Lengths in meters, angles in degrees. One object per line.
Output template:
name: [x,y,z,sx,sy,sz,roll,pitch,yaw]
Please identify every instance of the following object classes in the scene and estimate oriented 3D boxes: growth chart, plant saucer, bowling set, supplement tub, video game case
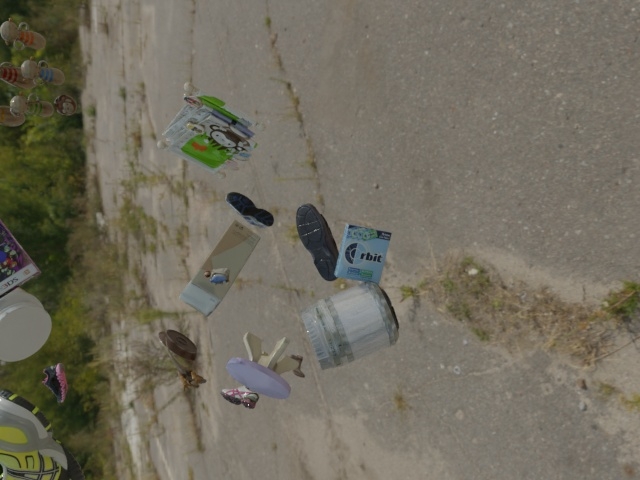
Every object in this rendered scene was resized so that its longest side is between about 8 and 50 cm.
growth chart: [-0.198,-0.188,0.882,0.237,0.172,0.021,-28,47,54]
plant saucer: [-0.512,0.375,1.756,0.029,0.168,0.168,-54,35,0]
bowling set: [-0.752,-0.405,1.249,0.154,0.199,0.287,-30,-39,-77]
supplement tub: [-1.091,0.255,1.627,0.316,0.228,0.228,20,114,28]
video game case: [-1.001,0.064,1.433,0.232,0.210,0.042,54,162,-2]

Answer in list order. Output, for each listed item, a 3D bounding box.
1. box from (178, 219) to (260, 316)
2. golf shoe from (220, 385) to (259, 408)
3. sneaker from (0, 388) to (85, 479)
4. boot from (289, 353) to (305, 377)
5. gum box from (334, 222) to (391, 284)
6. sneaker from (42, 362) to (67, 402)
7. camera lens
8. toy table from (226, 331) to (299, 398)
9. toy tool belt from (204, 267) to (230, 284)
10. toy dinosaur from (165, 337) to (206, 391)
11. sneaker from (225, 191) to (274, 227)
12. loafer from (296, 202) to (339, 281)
box: [-0.343,0.092,1.665,0.148,0.121,0.311,-44,14,45]
golf shoe: [-0.347,0.671,2.097,0.186,0.086,0.068,6,137,25]
sneaker: [-0.660,0.497,1.073,0.145,0.147,0.385,11,130,26]
boot: [-0.104,0.564,2.187,0.118,0.087,0.042,20,138,20]
gum box: [0.144,0.046,1.642,0.041,0.156,0.185,-130,51,-74]
sneaker: [-0.755,0.406,1.367,0.047,0.057,0.119,-144,51,-68]
camera lens: [0.096,0.267,1.530,0.219,0.274,0.220,159,90,-85]
toy table: [-0.217,0.486,1.894,0.252,0.274,0.161,-27,29,39]
toy tool belt: [-0.318,0.116,1.485,0.052,0.083,0.051,61,-159,-67]
toy dinosaur: [-0.423,0.407,1.489,0.112,0.064,0.212,31,155,47]
sneaker: [-0.286,-0.109,1.878,0.081,0.211,0.080,-25,34,52]
loafer: [0.000,0.000,1.769,0.109,0.095,0.303,-15,103,30]
